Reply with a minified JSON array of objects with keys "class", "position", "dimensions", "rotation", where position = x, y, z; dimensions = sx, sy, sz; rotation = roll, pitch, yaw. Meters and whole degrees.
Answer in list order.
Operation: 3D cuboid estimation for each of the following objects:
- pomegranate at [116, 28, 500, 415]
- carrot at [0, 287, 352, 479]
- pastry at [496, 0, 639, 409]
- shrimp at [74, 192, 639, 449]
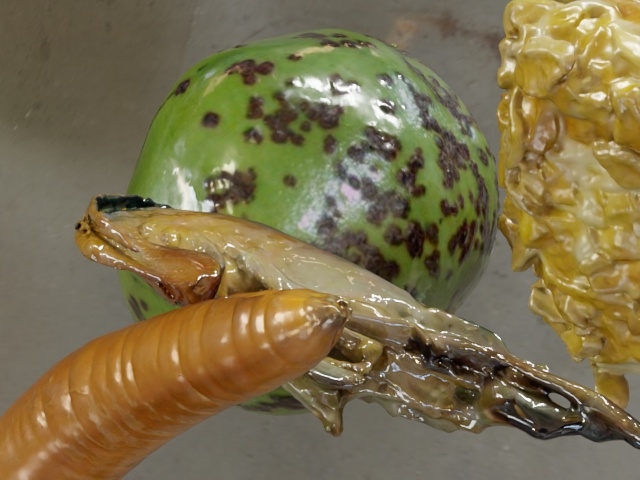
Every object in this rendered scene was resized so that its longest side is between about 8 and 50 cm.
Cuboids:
[{"class":"pomegranate","position":[0.000,0.000,0.875],"dimensions":[0.254,0.254,0.270],"rotation":[-31,77,-18]},{"class":"carrot","position":[-0.076,0.064,0.542],"dimensions":[0.062,0.271,0.066],"rotation":[52,39,0]},{"class":"pastry","position":[0.159,-0.019,0.752],"dimensions":[0.102,0.154,0.250],"rotation":[-56,148,-44]},{"class":"shrimp","position":[0.003,0.048,0.578],"dimensions":[0.117,0.262,0.066],"rotation":[-10,119,-55]}]
